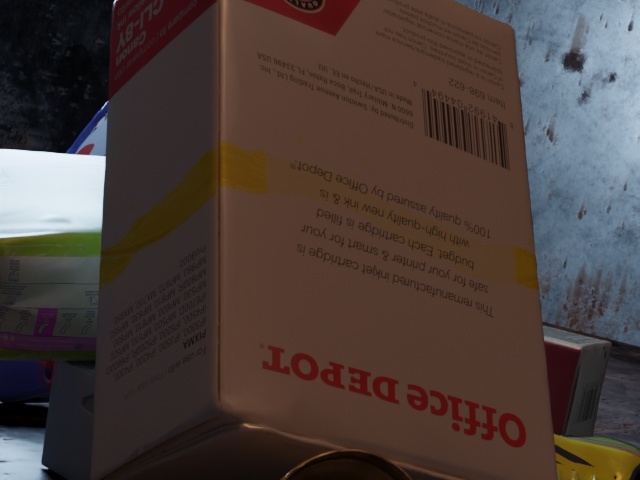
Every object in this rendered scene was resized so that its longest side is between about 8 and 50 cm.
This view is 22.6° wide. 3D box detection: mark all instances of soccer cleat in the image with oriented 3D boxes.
[{"bbox_3d":[-0.203,0.117,1.430,0.095,0.083,0.248,20,5,36],"label":"soccer cleat"},{"bbox_3d":[0.193,0.202,1.271,0.121,0.093,0.289,24,11,41],"label":"soccer cleat"}]

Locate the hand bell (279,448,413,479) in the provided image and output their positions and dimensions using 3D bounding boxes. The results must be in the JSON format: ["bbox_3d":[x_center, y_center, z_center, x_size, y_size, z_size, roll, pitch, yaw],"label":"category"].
[{"bbox_3d":[-0.052,0.177,0.938,0.126,0.126,0.242,10,-7,-32],"label":"hand bell"}]

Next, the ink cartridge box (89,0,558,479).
[{"bbox_3d":[0.000,0.000,1.109,0.279,0.384,0.160,19,-35,-33],"label":"ink cartridge box"}]

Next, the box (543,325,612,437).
[{"bbox_3d":[0.190,0.150,1.793,0.232,0.127,0.148,13,4,23],"label":"box"}]

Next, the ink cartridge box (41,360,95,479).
[{"bbox_3d":[-0.081,0.150,1.193,0.208,0.087,0.153,9,4,-38],"label":"ink cartridge box"}]

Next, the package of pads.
[{"bbox_3d":[-0.163,0.009,1.257,0.296,0.101,0.229,2,21,-28],"label":"package of pads"}]

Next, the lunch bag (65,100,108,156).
[{"bbox_3d":[-0.073,0.036,1.625,0.385,0.239,0.328,46,-13,-23],"label":"lunch bag"}]
